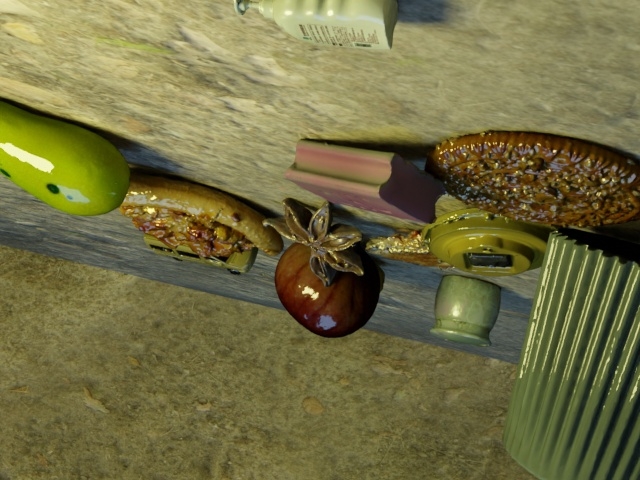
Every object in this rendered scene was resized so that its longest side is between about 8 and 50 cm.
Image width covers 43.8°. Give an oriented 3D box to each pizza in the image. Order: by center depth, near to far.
[{"bbox_3d":[0.182,0.013,1.495,0.195,0.052,0.185,6,164,3],"label":"pizza"},{"bbox_3d":[-0.268,-0.047,1.630,0.409,0.113,0.278,24,159,-32],"label":"pizza"}]

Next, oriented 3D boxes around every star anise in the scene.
[{"bbox_3d":[0.007,-0.009,1.498,0.208,0.063,0.172,44,137,-9],"label":"star anise"}]

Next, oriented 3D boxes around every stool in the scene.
[{"bbox_3d":[0.427,0.178,1.136,0.297,0.329,0.297,13,-169,-3],"label":"stool"}]

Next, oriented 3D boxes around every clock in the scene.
[{"bbox_3d":[0.282,0.015,1.308,0.237,0.057,0.237,7,159,3],"label":"clock"}]

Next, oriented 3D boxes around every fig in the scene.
[{"bbox_3d":[0.024,0.090,1.673,0.214,0.235,0.235,-35,153,10],"label":"fig"}]

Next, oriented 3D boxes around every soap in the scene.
[{"bbox_3d":[0.058,-0.083,1.103,0.122,0.065,0.203,25,174,-41],"label":"soap"}]

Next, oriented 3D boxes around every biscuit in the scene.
[{"bbox_3d":[0.284,-0.070,1.051,0.306,0.038,0.305,13,168,3],"label":"biscuit"}]

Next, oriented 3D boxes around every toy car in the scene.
[{"bbox_3d":[-0.278,0.001,1.857,0.257,0.101,0.124,11,164,19],"label":"toy car"}]

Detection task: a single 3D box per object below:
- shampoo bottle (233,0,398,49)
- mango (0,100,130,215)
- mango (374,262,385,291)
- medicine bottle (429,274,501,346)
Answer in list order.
[{"bbox_3d":[-0.008,-0.208,0.729,0.152,0.045,0.077,8,169,16],"label":"shampoo bottle"},{"bbox_3d":[-0.462,-0.141,1.342,0.293,0.142,0.175,28,163,-17],"label":"mango"},{"bbox_3d":[0.056,0.072,1.853,0.195,0.091,0.130,22,172,6],"label":"mango"},{"bbox_3d":[0.331,0.165,1.823,0.147,0.143,0.147,14,169,3],"label":"medicine bottle"}]
